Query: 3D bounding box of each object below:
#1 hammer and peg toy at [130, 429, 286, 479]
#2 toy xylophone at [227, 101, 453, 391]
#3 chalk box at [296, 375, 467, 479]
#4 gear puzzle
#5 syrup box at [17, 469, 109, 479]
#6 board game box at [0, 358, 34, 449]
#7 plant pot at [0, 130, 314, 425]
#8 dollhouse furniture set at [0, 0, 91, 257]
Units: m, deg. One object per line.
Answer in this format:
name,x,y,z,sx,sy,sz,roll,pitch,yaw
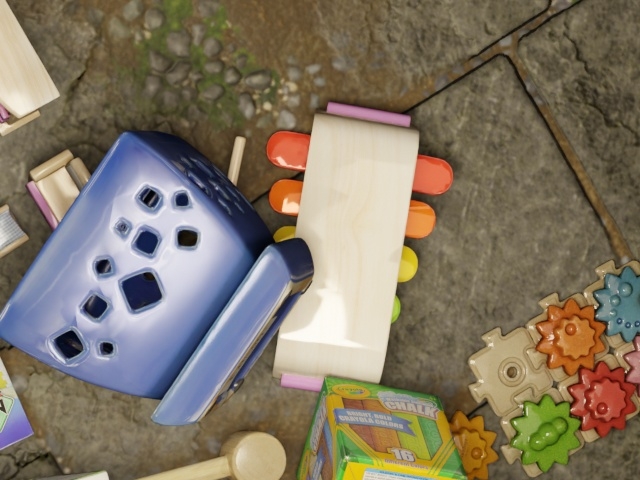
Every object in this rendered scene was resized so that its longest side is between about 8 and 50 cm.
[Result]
hammer and peg toy,-0.141,0.376,1.736,0.265,0.127,0.361,0,89,-13
toy xylophone,0.000,0.000,1.800,0.236,0.081,0.323,17,86,-1
chalk box,0.057,0.231,1.749,0.132,0.213,0.132,9,114,-13
gear puzzle,0.260,0.163,1.886,0.339,0.044,0.175,-29,96,-13
syrup box,-0.309,0.286,1.632,0.093,0.236,0.096,-9,86,-51
board game box,-0.470,0.166,1.663,0.317,0.046,0.214,-26,113,-14
plant pot,-0.145,0.045,1.645,0.212,0.236,0.236,35,95,4
dollhouse furniture set,-0.404,-0.075,1.640,0.303,0.198,0.286,-31,96,-13
